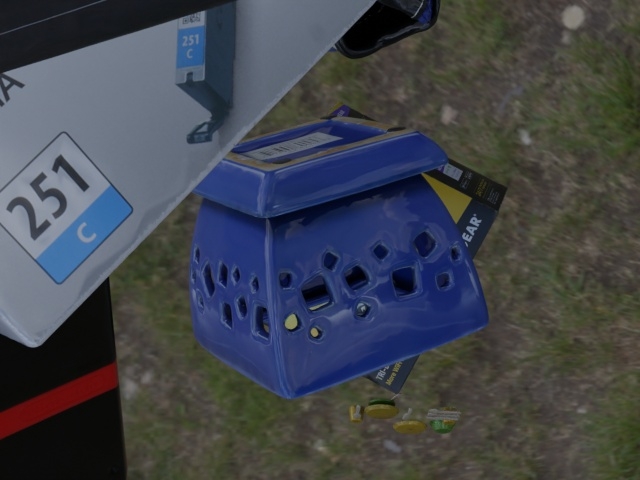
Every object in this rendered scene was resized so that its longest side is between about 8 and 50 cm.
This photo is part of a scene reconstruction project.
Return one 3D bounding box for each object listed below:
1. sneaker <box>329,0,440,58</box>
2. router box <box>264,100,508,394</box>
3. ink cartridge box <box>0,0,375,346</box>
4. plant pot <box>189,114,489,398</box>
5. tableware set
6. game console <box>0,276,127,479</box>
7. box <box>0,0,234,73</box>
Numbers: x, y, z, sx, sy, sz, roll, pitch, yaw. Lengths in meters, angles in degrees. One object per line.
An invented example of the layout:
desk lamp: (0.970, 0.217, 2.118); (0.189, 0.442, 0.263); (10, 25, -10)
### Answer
sneaker: (0.100, -0.319, 1.358); (0.315, 0.127, 0.182); (-56, 26, 13)
router box: (0.062, 0.013, 1.591); (0.243, 0.081, 0.309); (27, 120, 4)
ink cartridge box: (-0.145, -0.137, 0.669); (0.296, 0.261, 0.066); (-48, 25, -18)
plant pot: (0.000, 0.000, 1.237); (0.236, 0.236, 0.212); (22, 126, 60)
tableware set: (0.117, 0.241, 1.725); (0.154, 0.104, 0.024); (3, 61, -3)
game console: (-0.323, 0.146, 0.913); (0.060, 0.386, 0.342); (42, 142, 38)
box: (-0.091, -0.151, 0.367); (0.261, 0.184, 0.103); (-10, 58, 31)
